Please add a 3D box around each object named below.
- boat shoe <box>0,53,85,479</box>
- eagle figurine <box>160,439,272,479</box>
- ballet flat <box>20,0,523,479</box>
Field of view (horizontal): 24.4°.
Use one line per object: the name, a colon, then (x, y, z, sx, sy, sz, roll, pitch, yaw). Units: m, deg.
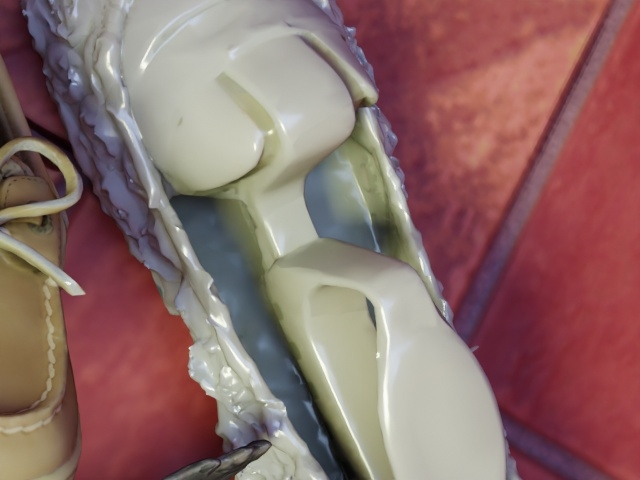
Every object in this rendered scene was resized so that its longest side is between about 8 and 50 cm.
boat shoe: (-0.151, -0.031, 0.519, 0.105, 0.089, 0.285, -1, 45, -38)
eagle figurine: (-0.160, 0.170, 0.487, 0.298, 0.225, 0.226, 4, 73, -13)
ballet flat: (0.000, 0.000, 0.622, 0.147, 0.147, 0.409, -25, 90, -21)
